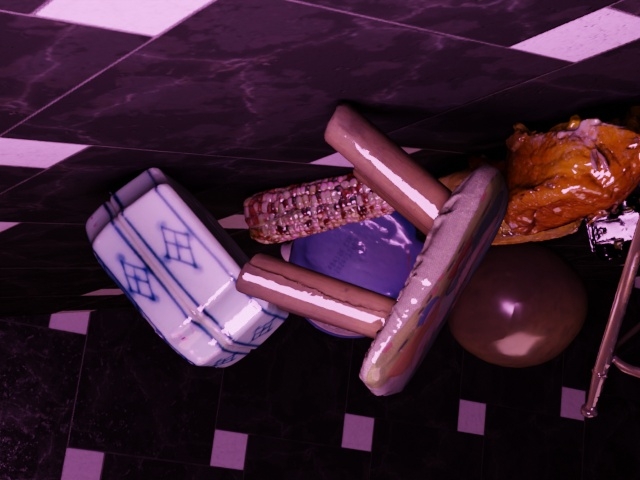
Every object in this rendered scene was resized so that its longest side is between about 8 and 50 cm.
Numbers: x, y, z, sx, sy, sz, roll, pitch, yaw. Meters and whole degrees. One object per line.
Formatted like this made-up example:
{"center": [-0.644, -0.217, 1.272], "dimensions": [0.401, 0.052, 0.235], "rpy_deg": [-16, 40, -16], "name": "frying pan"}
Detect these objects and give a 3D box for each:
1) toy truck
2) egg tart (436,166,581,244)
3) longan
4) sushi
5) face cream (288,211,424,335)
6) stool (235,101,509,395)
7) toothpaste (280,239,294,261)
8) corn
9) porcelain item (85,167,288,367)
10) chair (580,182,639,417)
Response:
{"center": [0.703, -0.043, 2.157], "dimensions": [0.257, 0.127, 0.127], "rpy_deg": [-11, -175, 27], "name": "toy truck"}
{"center": [0.332, -0.064, 1.687], "dimensions": [0.341, 0.132, 0.341], "rpy_deg": [-7, 173, -1], "name": "egg tart"}
{"center": [0.507, 0.167, 2.643], "dimensions": [0.404, 0.336, 0.404], "rpy_deg": [-21, 173, -3], "name": "longan"}
{"center": [0.342, -0.106, 1.399], "dimensions": [0.167, 0.179, 0.296], "rpy_deg": [14, 163, -16], "name": "sushi"}
{"center": [0.064, 0.049, 1.847], "dimensions": [0.249, 0.249, 0.225], "rpy_deg": [-6, 170, -5], "name": "face cream"}
{"center": [0.079, 0.014, 1.299], "dimensions": [0.226, 0.310, 0.310], "rpy_deg": [31, 179, 15], "name": "stool"}
{"center": [0.000, 0.000, 2.180], "dimensions": [0.193, 0.045, 0.071], "rpy_deg": [-21, 172, 39], "name": "toothpaste"}
{"center": [0.004, -0.061, 1.637], "dimensions": [0.280, 0.092, 0.092], "rpy_deg": [-13, 170, 18], "name": "corn"}
{"center": [-0.197, 0.047, 1.485], "dimensions": [0.157, 0.286, 0.281], "rpy_deg": [-41, 171, 1], "name": "porcelain item"}
{"center": [0.611, 0.055, 1.447], "dimensions": [0.365, 0.410, 0.362], "rpy_deg": [-30, -148, -33], "name": "chair"}
